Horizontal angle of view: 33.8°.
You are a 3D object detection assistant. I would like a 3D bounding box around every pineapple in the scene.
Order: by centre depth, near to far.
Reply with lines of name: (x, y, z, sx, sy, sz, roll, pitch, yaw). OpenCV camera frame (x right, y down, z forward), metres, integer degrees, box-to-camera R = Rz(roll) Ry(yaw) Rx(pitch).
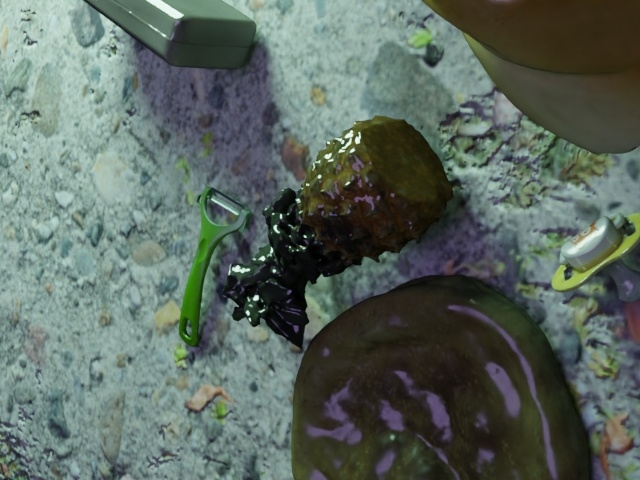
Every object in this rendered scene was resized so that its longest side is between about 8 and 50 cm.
pineapple: (0.000, 0.000, 0.898, 0.111, 0.119, 0.237, 42, 127, -8)

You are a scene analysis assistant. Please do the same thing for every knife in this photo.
knife: (-0.120, 0.030, 1.069, 0.078, 0.023, 0.166, 33, 111, 43)

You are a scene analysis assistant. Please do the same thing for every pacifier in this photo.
pacifier: (0.208, 0.017, 0.758, 0.083, 0.068, 0.064, -39, 98, 19)

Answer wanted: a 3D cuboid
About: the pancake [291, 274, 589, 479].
pancake: (0.081, 0.165, 0.867, 0.294, 0.049, 0.294, -2, 88, 42)

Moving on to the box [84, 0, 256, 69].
box: (-0.175, -0.245, 1.061, 0.244, 0.103, 0.055, 39, 121, 35)

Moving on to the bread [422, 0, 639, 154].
bread: (0.244, -0.213, 0.585, 0.424, 0.245, 0.329, -19, 78, 37)
